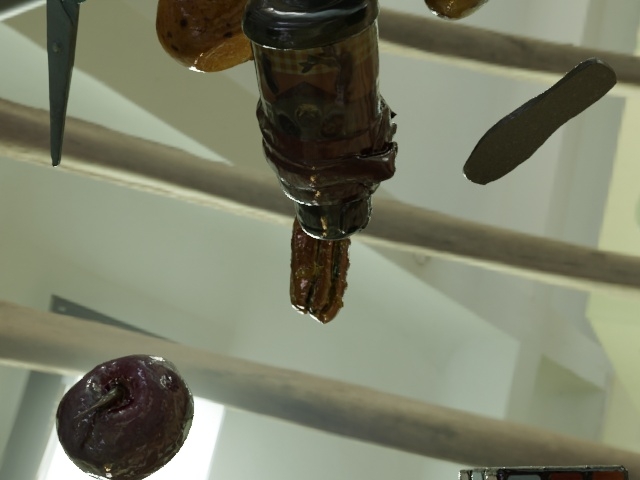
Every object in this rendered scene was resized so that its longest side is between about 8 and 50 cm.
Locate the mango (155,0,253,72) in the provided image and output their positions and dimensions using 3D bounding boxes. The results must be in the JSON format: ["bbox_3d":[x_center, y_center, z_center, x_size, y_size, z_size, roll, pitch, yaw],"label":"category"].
[{"bbox_3d":[-0.141,-0.398,1.624,0.160,0.290,0.191,0,-109,-66],"label":"mango"}]

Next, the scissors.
[{"bbox_3d":[-0.312,-0.272,1.209,0.029,0.192,0.447,-28,-35,-41],"label":"scissors"}]

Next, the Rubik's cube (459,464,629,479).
[{"bbox_3d":[0.265,0.350,1.190,0.160,0.162,0.163,1,-101,-10],"label":"Rubik's cube"}]

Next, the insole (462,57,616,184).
[{"bbox_3d":[0.212,-0.115,0.997,0.063,0.192,0.010,24,-136,-29],"label":"insole"}]

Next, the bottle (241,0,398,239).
[{"bbox_3d":[0.011,-0.123,1.014,0.143,0.156,0.271,-27,-50,-24],"label":"bottle"}]

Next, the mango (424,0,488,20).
[{"bbox_3d":[0.147,-0.275,0.862,0.178,0.090,0.115,-59,0,-19],"label":"mango"}]

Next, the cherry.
[{"bbox_3d":[-0.300,0.279,1.556,0.213,0.183,0.266,-20,-29,-18],"label":"cherry"}]

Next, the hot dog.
[{"bbox_3d":[0.000,0.000,1.614,0.115,0.072,0.269,17,-118,-30],"label":"hot dog"}]
